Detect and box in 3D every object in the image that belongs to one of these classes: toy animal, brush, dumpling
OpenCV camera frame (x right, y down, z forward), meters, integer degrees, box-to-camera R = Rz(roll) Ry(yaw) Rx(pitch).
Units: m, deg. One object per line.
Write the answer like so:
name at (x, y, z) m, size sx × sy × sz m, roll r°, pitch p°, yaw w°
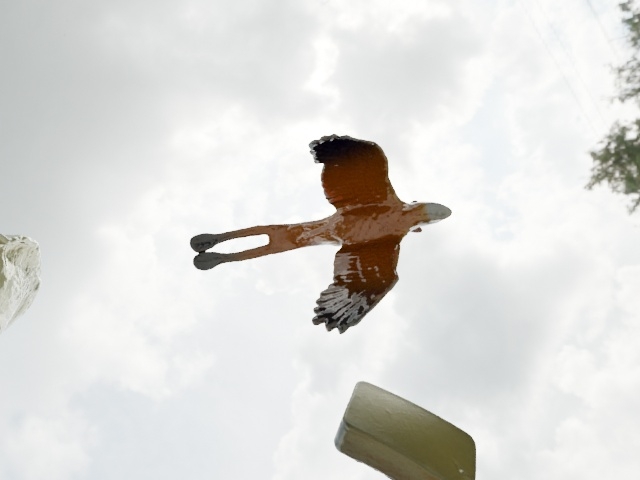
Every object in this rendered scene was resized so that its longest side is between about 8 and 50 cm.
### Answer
toy animal at (0.019, -0.002, 0.789) m, size 0.302 × 0.284 × 0.224 m, roll -6°, pitch -92°, yaw -43°
brush at (0.121, 0.288, 0.787) m, size 0.197 × 0.123 × 0.059 m, roll 27°, pitch -66°, yaw 7°
dumpling at (-0.446, 0.059, 0.716) m, size 0.179 × 0.131 × 0.252 m, roll -51°, pitch -21°, yaw -5°
